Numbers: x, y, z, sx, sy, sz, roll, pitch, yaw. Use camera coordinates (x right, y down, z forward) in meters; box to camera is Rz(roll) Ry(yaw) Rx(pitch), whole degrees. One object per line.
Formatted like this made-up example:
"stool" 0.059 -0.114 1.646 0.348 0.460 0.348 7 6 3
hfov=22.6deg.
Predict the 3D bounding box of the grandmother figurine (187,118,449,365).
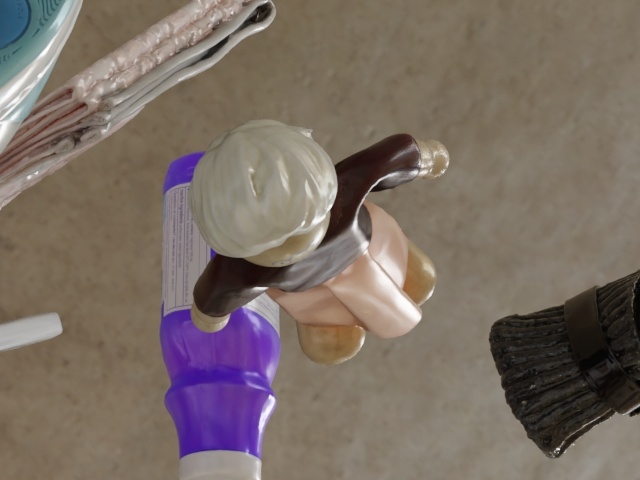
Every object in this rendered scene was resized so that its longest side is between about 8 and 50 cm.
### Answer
"grandmother figurine" 0.000 0.000 1.074 0.208 0.104 0.342 -46 162 2

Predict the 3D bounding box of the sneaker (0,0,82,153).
"sneaker" -0.222 -0.011 0.779 0.319 0.127 0.208 -55 167 -30

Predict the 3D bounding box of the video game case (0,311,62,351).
"video game case" -0.256 0.076 1.011 0.143 0.019 0.157 -16 179 11

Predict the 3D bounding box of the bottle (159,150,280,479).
"bottle" -0.083 0.069 1.336 0.092 0.283 0.118 -8 155 15

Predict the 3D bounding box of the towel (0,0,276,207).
"towel" -0.210 -0.075 1.223 0.317 0.053 0.332 -30 -171 29

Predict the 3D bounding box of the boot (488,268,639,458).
"boot" 0.292 0.112 1.435 0.260 0.348 0.131 -24 98 7
